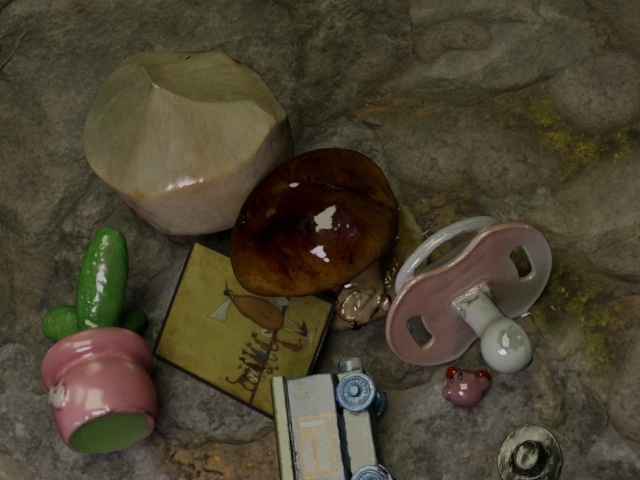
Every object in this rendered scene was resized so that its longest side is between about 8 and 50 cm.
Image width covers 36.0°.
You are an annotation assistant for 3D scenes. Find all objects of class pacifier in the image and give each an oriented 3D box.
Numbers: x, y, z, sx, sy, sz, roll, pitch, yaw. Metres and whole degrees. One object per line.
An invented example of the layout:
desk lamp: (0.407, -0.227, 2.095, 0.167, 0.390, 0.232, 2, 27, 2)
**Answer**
pacifier: (0.268, 0.108, 1.693, 0.332, 0.220, 0.273, -33, 78, -1)

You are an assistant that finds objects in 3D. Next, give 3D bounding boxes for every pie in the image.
pie: (0.051, 0.024, 1.887, 0.315, 0.092, 0.315, -8, 63, 15)

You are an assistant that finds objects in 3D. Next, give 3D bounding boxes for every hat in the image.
hat: (0.350, 0.363, 1.656, 0.121, 0.050, 0.121, -7, 61, 13)

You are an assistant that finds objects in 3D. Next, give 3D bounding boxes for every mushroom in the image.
mushroom: (0.000, 0.000, 1.769, 0.345, 0.259, 0.345, -25, 27, 14)

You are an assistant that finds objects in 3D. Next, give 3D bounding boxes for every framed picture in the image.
framed picture: (-0.150, 0.169, 1.868, 0.339, 0.014, 0.255, 24, 96, 25)

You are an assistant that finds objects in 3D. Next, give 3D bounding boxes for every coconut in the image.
coconut: (-0.249, -0.205, 1.902, 0.415, 0.415, 0.344, -15, 61, 9)

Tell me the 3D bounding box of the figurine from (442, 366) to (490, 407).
figurine: (0.256, 0.258, 1.724, 0.083, 0.071, 0.067, -12, 104, 20)

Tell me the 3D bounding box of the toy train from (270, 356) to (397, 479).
toy train: (0.023, 0.360, 1.699, 0.202, 0.131, 0.299, -11, 67, 9)

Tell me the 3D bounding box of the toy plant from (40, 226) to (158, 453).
toy plant: (-0.410, 0.203, 1.855, 0.317, 0.211, 0.356, -51, 39, 37)
